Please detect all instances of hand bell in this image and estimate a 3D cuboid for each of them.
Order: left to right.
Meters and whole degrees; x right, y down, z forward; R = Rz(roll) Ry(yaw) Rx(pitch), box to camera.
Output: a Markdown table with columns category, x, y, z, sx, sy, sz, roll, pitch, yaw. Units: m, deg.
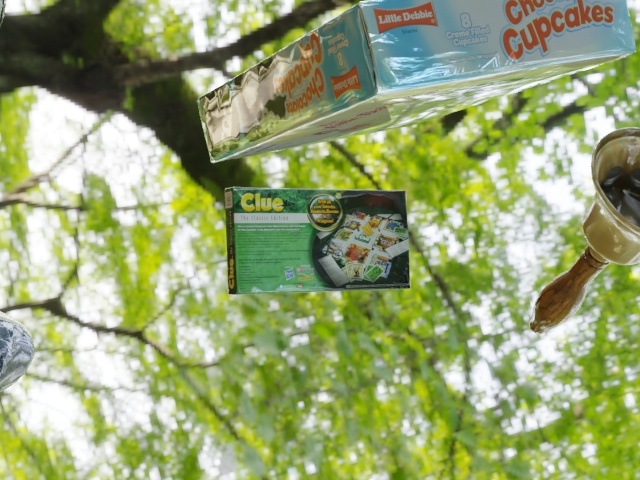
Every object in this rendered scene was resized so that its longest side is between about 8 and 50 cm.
| category | x | y | z | sx | sy | sz | roll | pitch | yaw |
| --- | --- | --- | --- | --- | --- | --- | --- | --- | --- |
| hand bell | 0.258 | 0.020 | 1.069 | 0.126 | 0.126 | 0.242 | 62 | -31 | 26 |

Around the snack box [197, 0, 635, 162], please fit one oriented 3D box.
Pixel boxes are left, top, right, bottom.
| category | x | y | z | sx | sy | sz | roll | pitch | yaw |
| --- | --- | --- | --- | --- | --- | --- | --- | --- | --- |
| snack box | 0.048 | -0.116 | 0.815 | 0.322 | 0.187 | 0.060 | -8 | -86 | 67 |

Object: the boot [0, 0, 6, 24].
| category | x | y | z | sx | sy | sz | roll | pitch | yaw |
| --- | --- | --- | --- | --- | --- | --- | --- | --- | --- |
| boot | -0.060 | -0.172 | 0.307 | 0.131 | 0.348 | 0.260 | 49 | -27 | 3 |

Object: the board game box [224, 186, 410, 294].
| category | x | y | z | sx | sy | sz | roll | pitch | yaw |
| --- | --- | --- | --- | --- | --- | --- | --- | --- | --- |
| board game box | 0.000 | 0.000 | 1.469 | 0.030 | 0.260 | 0.136 | -3 | -93 | 60 |

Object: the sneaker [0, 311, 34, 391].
| category | x | y | z | sx | sy | sz | roll | pitch | yaw |
| --- | --- | --- | --- | --- | --- | --- | --- | --- | --- |
| sneaker | -0.358 | 0.159 | 1.041 | 0.148 | 0.350 | 0.131 | 32 | -72 | 18 |
